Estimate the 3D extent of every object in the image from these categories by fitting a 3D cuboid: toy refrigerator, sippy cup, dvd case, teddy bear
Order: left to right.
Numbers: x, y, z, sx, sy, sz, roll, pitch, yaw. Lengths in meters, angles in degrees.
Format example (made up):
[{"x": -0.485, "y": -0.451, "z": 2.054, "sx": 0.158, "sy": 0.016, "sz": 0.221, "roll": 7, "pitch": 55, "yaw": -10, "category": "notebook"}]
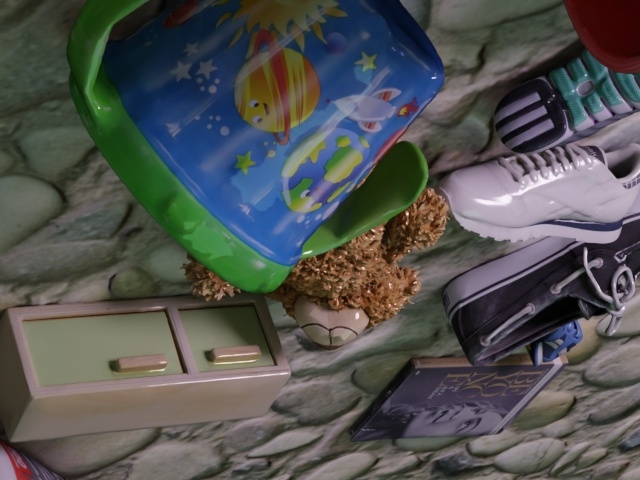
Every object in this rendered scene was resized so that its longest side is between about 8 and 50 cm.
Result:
[{"x": -0.174, "y": 0.118, "z": 1.929, "sx": 0.270, "sy": 0.102, "sz": 0.094, "roll": -2, "pitch": 146, "yaw": -28, "category": "toy refrigerator"}, {"x": -0.035, "y": -0.116, "z": 1.529, "sx": 0.224, "sy": 0.240, "sz": 0.305, "roll": -41, "pitch": 171, "yaw": 13, "category": "sippy cup"}, {"x": 0.000, "y": 0.000, "z": 1.836, "sx": 0.245, "sy": 0.113, "sz": 0.338, "roll": -8, "pitch": 148, "yaw": -17, "category": "teddy bear"}, {"x": 0.161, "y": 0.185, "z": 2.338, "sx": 0.221, "sy": 0.018, "sz": 0.164, "roll": 0, "pitch": 144, "yaw": -33, "category": "dvd case"}]

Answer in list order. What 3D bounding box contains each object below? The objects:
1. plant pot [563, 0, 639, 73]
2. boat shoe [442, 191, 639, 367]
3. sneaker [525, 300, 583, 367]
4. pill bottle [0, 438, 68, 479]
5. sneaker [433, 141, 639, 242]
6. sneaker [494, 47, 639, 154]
[{"x": 0.325, "y": -0.258, "z": 1.422, "sx": 0.243, "sy": 0.275, "sz": 0.275, "roll": -3, "pitch": 147, "yaw": -16, "category": "plant pot"}, {"x": 0.281, "y": 0.040, "z": 2.082, "sx": 0.306, "sy": 0.105, "sz": 0.113, "roll": -23, "pitch": 151, "yaw": 4, "category": "boat shoe"}, {"x": 0.261, "y": 0.092, "z": 2.213, "sx": 0.059, "sy": 0.053, "sz": 0.144, "roll": -15, "pitch": 159, "yaw": -8, "category": "sneaker"}, {"x": -0.332, "y": 0.329, "z": 2.073, "sx": 0.210, "sy": 0.210, "sz": 0.363, "roll": -26, "pitch": 151, "yaw": 9, "category": "pill bottle"}, {"x": 0.211, "y": -0.057, "z": 1.918, "sx": 0.235, "sy": 0.090, "sz": 0.094, "roll": -2, "pitch": 133, "yaw": -36, "category": "sneaker"}, {"x": 0.266, "y": -0.144, "z": 1.821, "sx": 0.224, "sy": 0.083, "sz": 0.098, "roll": -22, "pitch": 172, "yaw": 11, "category": "sneaker"}]
